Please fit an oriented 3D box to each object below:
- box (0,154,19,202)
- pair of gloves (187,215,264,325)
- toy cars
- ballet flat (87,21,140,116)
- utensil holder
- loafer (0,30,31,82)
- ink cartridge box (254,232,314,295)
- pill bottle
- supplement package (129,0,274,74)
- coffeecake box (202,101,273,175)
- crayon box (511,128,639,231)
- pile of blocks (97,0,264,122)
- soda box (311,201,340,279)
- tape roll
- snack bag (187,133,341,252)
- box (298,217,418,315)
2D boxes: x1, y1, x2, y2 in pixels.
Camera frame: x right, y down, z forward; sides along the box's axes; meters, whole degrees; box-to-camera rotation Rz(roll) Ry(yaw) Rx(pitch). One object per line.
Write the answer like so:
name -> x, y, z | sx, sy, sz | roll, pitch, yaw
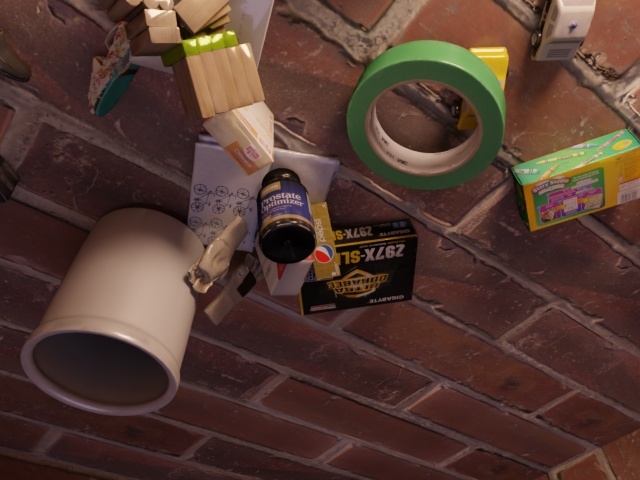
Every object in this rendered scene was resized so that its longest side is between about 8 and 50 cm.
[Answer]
box -> -0.922, -0.176, 1.158 | 0.394, 0.097, 0.318 | -13, 135, 7
pair of gloves -> -0.226, 0.080, 1.346 | 0.042, 0.204, 0.240 | 22, 144, 28
toy cars -> 0.414, -0.367, 1.107 | 0.176, 0.087, 0.393 | 31, 123, -29
ballet flat -> -0.398, -0.352, 1.068 | 0.077, 0.091, 0.241 | 45, 115, -1
utensil holder -> -0.453, 0.158, 1.286 | 0.327, 0.386, 0.328 | 2, 133, 3
loafer -> -0.621, -0.373, 1.031 | 0.061, 0.062, 0.170 | -36, 127, 19
ink cartridge box -> -0.091, 0.027, 1.314 | 0.072, 0.175, 0.127 | 2, 134, -27
pill bottle -> -0.080, -0.061, 1.208 | 0.122, 0.219, 0.123 | -5, 132, -6
supplement package -> -0.182, -0.411, 0.895 | 0.198, 0.263, 0.199 | 11, 130, -14
coffeecake box -> -0.160, -0.244, 1.101 | 0.068, 0.186, 0.142 | -26, 129, 18
crayon box -> 0.626, -0.142, 1.332 | 0.278, 0.081, 0.165 | -18, 131, 11
pile of blocks -> -0.224, -0.320, 0.745 | 0.112, 0.149, 0.362 | 7, 141, 53
soda box -> 0.000, 0.000, 1.323 | 0.061, 0.058, 0.181 | -12, 94, -3
tape roll -> 0.217, -0.249, 1.136 | 0.321, 0.077, 0.321 | 11, 139, 10
snack bag -> -0.148, -0.093, 1.341 | 0.342, 0.037, 0.323 | 8, 130, -12
box -> 0.092, 0.077, 1.472 | 0.321, 0.079, 0.257 | -7, 132, -4
